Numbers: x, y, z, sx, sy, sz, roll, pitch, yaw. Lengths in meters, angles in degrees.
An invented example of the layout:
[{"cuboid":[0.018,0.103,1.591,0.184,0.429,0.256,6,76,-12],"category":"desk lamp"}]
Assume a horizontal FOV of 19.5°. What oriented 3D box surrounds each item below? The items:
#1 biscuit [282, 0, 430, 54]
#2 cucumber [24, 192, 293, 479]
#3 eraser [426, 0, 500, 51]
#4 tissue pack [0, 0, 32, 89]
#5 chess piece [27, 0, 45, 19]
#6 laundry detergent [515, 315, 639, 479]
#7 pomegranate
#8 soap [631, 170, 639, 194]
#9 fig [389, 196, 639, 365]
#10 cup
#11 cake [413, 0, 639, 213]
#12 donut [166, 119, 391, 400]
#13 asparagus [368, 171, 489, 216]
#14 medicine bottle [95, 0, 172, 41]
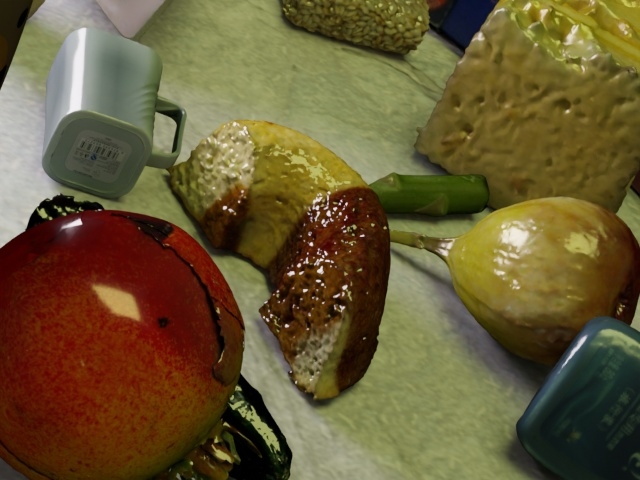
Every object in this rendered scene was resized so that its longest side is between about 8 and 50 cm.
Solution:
[{"cuboid":[0.039,-0.259,2.054,0.169,0.070,0.082,15,45,-24],"category":"biscuit"},{"cuboid":[-0.123,0.085,1.480,0.072,0.081,0.303,-39,71,-8],"category":"cucumber"},{"cuboid":[0.151,-0.327,2.196,0.332,0.101,0.155,43,34,17],"category":"eraser"},{"cuboid":[-0.366,-0.175,1.357,0.277,0.387,0.267,-14,51,-47],"category":"tissue pack"},{"cuboid":[-0.375,-0.315,1.776,0.261,0.142,0.143,30,33,12],"category":"chess piece"},{"cuboid":[0.320,0.194,1.602,0.290,0.143,0.094,34,2,7],"category":"laundry detergent"},{"cuboid":[-0.152,0.091,1.342,0.235,0.210,0.210,55,35,-5],"category":"pomegranate"},{"cuboid":[0.491,-0.137,2.173,0.360,0.128,0.233,-5,48,-40],"category":"soap"},{"cuboid":[0.168,0.027,1.737,0.257,0.159,0.159,17,31,17],"category":"fig"},{"cuboid":[-0.183,-0.110,1.674,0.128,0.095,0.129,20,38,-18],"category":"cup"},{"cuboid":[0.270,-0.171,1.964,0.222,0.227,0.286,32,34,5],"category":"cake"},{"cuboid":[0.000,0.000,1.648,0.151,0.112,0.295,-3,47,-36],"category":"donut"},{"cuboid":[0.091,-0.045,1.837,0.178,0.041,0.045,-2,89,-37],"category":"asparagus"},{"cuboid":[-0.216,-0.405,1.903,0.236,0.235,0.406,-4,45,-40],"category":"medicine bottle"}]
